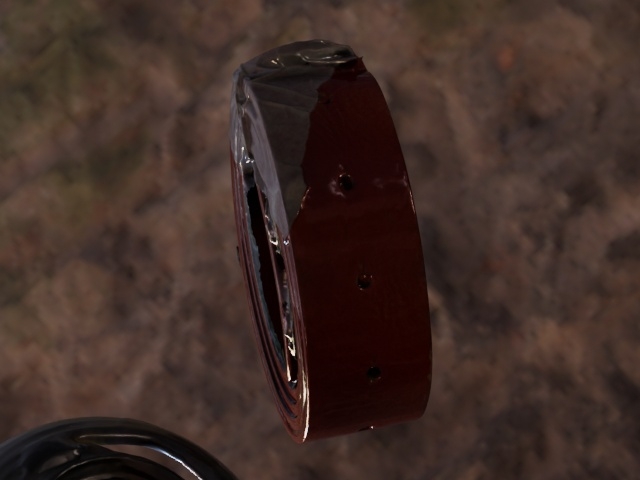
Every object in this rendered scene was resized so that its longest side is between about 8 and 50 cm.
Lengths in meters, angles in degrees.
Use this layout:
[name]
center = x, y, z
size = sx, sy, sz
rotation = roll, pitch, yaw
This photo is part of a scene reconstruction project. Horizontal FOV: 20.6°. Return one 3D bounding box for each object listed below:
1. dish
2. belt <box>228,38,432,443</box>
[dish]
center = -0.145, 0.227, 1.263
size = 0.273, 0.273, 0.134
rotation = -54, 173, -39
[belt]
center = 0.000, 0.000, 1.459
size = 0.115, 0.323, 0.227
rotation = -9, 178, -15
